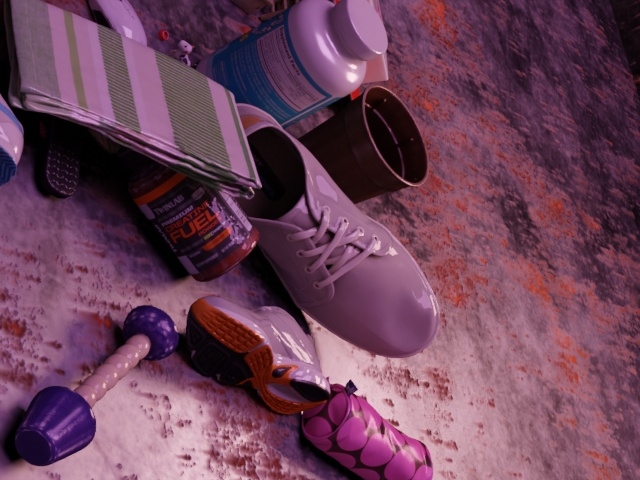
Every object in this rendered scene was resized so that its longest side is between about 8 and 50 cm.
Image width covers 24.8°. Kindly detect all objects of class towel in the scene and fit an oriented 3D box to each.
[{"bbox_3d":[-0.232,-0.178,1.778,0.325,0.038,0.248,21,31,-28],"label":"towel"}]

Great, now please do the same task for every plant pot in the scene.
[{"bbox_3d":[0.049,-0.126,2.189,0.167,0.165,0.167,36,41,-39],"label":"plant pot"}]

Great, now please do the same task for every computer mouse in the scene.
[{"bbox_3d":[-0.271,-0.311,1.944,0.106,0.042,0.193,-9,76,-60],"label":"computer mouse"}]

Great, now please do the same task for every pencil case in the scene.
[{"bbox_3d":[0.068,0.272,1.997,0.209,0.095,0.098,42,21,-37],"label":"pencil case"}]

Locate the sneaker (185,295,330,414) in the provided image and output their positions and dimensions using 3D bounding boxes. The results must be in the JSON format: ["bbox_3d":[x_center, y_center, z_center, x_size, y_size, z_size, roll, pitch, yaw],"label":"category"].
[{"bbox_3d":[-0.088,0.124,1.870,0.262,0.099,0.121,43,28,-46],"label":"sneaker"}]

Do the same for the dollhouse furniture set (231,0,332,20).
[{"bbox_3d":[-0.057,-0.430,2.314,0.161,0.101,0.182,34,42,-42],"label":"dollhouse furniture set"}]

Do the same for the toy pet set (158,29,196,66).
[{"bbox_3d":[-0.193,-0.204,1.936,0.122,0.065,0.114,-58,136,-35],"label":"toy pet set"}]

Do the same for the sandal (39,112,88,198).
[{"bbox_3d":[-0.313,-0.130,1.750,0.067,0.040,0.179,31,53,-38],"label":"sandal"}]

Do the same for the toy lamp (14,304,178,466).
[{"bbox_3d":[-0.244,0.157,1.596,0.080,0.080,0.274,58,30,-11],"label":"toy lamp"}]

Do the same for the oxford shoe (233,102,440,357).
[{"bbox_3d":[0.000,0.000,1.995,0.449,0.169,0.130,49,-2,-15],"label":"oxford shoe"}]

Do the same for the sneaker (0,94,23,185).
[{"bbox_3d":[-0.411,-0.161,1.578,0.228,0.087,0.092,53,22,-30],"label":"sneaker"}]

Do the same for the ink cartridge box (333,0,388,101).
[{"bbox_3d":[0.065,-0.346,2.370,0.275,0.060,0.239,72,11,-55],"label":"ink cartridge box"}]

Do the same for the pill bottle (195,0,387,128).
[{"bbox_3d":[-0.038,-0.245,2.039,0.146,0.264,0.146,38,39,-39],"label":"pill bottle"}]

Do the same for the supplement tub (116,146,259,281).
[{"bbox_3d":[-0.172,-0.051,1.840,0.198,0.106,0.106,53,32,-16],"label":"supplement tub"}]
